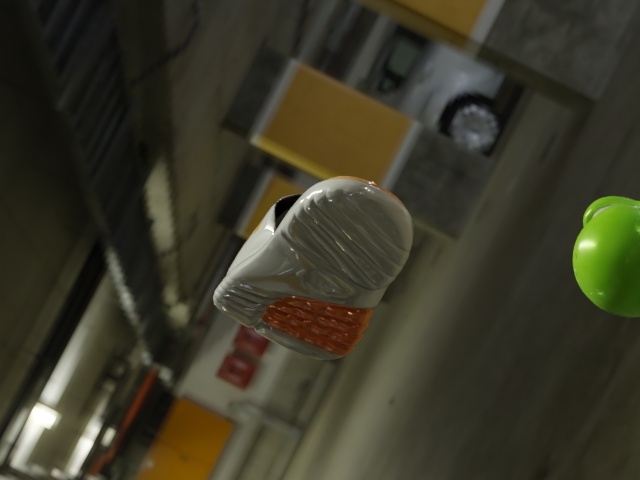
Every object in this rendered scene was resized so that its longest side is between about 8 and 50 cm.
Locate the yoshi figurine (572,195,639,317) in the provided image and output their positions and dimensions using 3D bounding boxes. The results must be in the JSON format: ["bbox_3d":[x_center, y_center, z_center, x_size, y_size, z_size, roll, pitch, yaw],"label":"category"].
[{"bbox_3d":[0.395,0.024,1.527,0.203,0.362,0.203,32,-112,-49],"label":"yoshi figurine"}]

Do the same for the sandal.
[{"bbox_3d":[0.010,0.005,1.059,0.076,0.102,0.265,-64,8,-28],"label":"sandal"}]
